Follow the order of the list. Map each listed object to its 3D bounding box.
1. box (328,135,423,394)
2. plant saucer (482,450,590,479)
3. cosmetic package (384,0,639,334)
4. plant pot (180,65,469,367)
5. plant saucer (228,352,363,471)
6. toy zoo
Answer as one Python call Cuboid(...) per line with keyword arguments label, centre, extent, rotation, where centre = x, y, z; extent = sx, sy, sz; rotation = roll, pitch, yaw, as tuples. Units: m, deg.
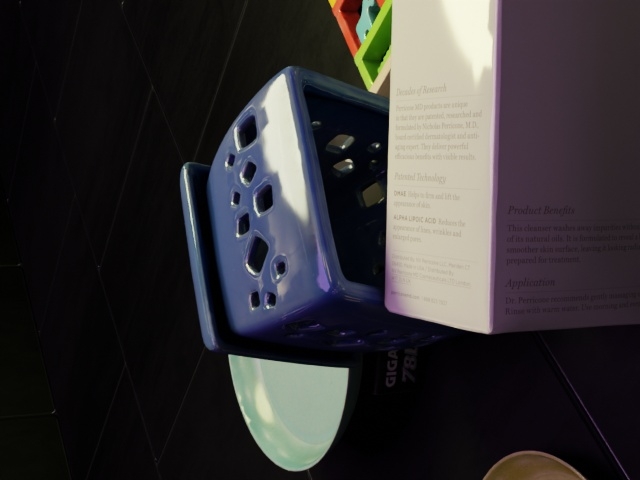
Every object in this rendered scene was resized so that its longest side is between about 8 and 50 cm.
Cuboid(label="box", centre=(0.029, 0.005, 1.318), extent=(0.295, 0.073, 0.293), rotation=(21, 110, 59))
Cuboid(label="plant saucer", centre=(0.219, 0.314, 1.001), extent=(0.241, 0.037, 0.241), rotation=(1, 91, 61))
Cuboid(label="cosmetic package", centre=(0.181, -0.125, 0.883), extent=(0.156, 0.217, 0.385), rotation=(5, 94, 61))
Cuboid(label="plant pot", centre=(0.000, 0.000, 1.059), extent=(0.212, 0.236, 0.236), rotation=(-30, 61, 37))
Cuboid(label="plant saucer", centre=(-0.031, 0.116, 1.313), extent=(0.317, 0.043, 0.317), rotation=(6, 97, 60))
Cuboid(label="toy zoo", centre=(0.064, -0.336, 1.284), extent=(0.192, 0.030, 0.293), rotation=(-59, 41, 44))
